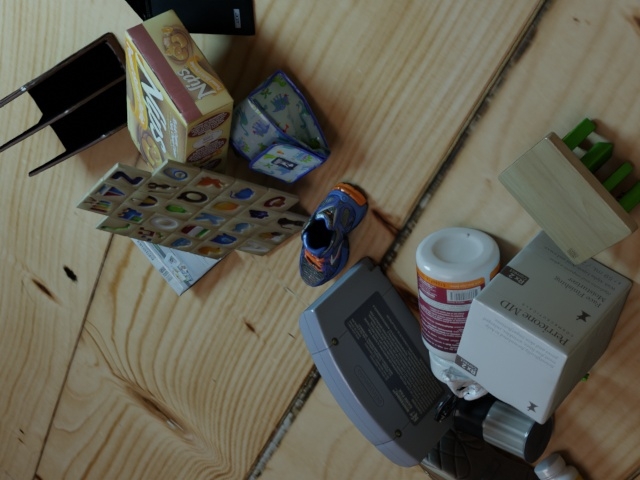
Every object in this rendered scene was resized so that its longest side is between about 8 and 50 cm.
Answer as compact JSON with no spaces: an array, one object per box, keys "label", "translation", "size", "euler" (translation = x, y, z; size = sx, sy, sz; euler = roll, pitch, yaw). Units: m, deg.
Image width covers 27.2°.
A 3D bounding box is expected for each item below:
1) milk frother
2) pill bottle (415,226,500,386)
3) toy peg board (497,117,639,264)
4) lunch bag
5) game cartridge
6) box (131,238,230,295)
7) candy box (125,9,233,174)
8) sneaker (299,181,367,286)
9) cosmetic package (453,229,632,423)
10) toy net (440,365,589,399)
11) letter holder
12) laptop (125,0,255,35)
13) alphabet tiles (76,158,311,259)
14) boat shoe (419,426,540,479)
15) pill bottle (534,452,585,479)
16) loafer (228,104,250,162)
[{"label":"milk frother","translation":[0.261,0.273,2.011],"size":[0.135,0.143,0.129],"euler":[20,126,35]},{"label":"pill bottle","translation":[0.205,0.100,1.939],"size":[0.121,0.121,0.221],"euler":[20,133,33]},{"label":"toy peg board","translation":[0.338,-0.069,1.720],"size":[0.161,0.079,0.160],"euler":[49,158,2]},{"label":"lunch bag","translation":[-0.064,-0.161,2.012],"size":[0.151,0.096,0.129],"euler":[48,150,-7]},{"label":"game cartridge","translation":[0.096,0.195,2.065],"size":[0.062,0.198,0.297],"euler":[-25,102,52]},{"label":"box","translation":[-0.252,0.005,2.380],"size":[0.145,0.038,0.186],"euler":[50,143,0]},{"label":"candy box","translation":[-0.223,-0.190,2.052],"size":[0.183,0.088,0.316],"euler":[56,160,16]},{"label":"sneaker","translation":[0.000,0.000,2.086],"size":[0.083,0.087,0.221],"euler":[37,140,17]},{"label":"cosmetic package","translation":[0.302,0.117,1.806],"size":[0.151,0.184,0.151],"euler":[32,139,21]},{"label":"toy net","translation":[0.271,0.205,1.888],"size":[0.122,0.232,0.045],"euler":[21,109,50]},{"label":"letter holder","translation":[-0.468,-0.206,2.272],"size":[0.302,0.214,0.152],"euler":[-17,108,50]},{"label":"laptop","translation":[-0.223,-0.448,1.993],"size":[0.264,0.137,0.234],"euler":[49,151,46]},{"label":"alphabet tiles","translation":[-0.202,-0.045,2.126],"size":[0.343,0.011,0.285],"euler":[15,152,-27]},{"label":"boat shoe","translation":[0.229,0.378,2.153],"size":[0.324,0.123,0.116],"euler":[38,143,17]},{"label":"pill bottle","translation":[0.384,0.390,2.051],"size":[0.116,0.065,0.065],"euler":[54,142,-5]},{"label":"loafer","translation":[-0.125,-0.160,2.100],"size":[0.148,0.056,0.050],"euler":[45,136,7]}]
